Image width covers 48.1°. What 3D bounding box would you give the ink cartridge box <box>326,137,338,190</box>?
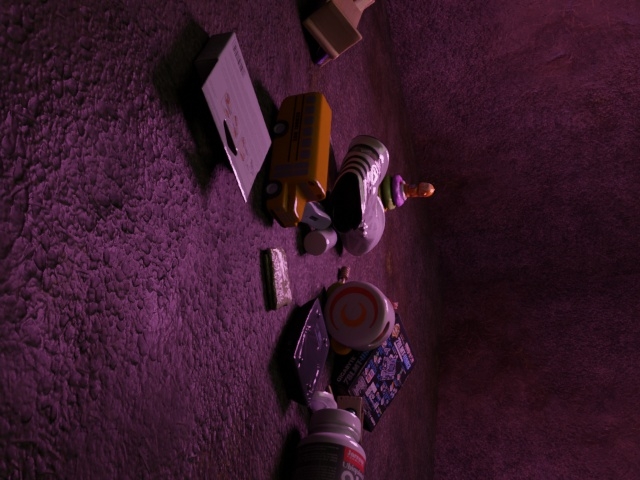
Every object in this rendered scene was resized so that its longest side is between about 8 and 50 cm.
[{"bbox_3d":[-0.001,-0.243,2.073,0.104,0.060,0.180,-63,144,-60],"label":"ink cartridge box"}]

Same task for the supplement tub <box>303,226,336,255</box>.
[{"bbox_3d":[0.000,0.000,1.990,0.107,0.071,0.070,-30,114,-70],"label":"supplement tub"}]

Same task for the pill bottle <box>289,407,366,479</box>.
[{"bbox_3d":[0.015,0.568,1.694,0.318,0.177,0.176,-79,157,-43],"label":"pill bottle"}]

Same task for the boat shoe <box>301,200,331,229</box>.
[{"bbox_3d":[-0.044,-0.094,1.909,0.183,0.065,0.083,33,25,-54],"label":"boat shoe"}]

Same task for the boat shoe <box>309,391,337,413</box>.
[{"bbox_3d":[0.003,0.447,1.899,0.184,0.066,0.063,74,17,-61],"label":"boat shoe"}]

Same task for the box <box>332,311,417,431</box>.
[{"bbox_3d":[0.177,0.407,2.238,0.293,0.073,0.295,-54,143,-24],"label":"box"}]

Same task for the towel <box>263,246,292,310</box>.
[{"bbox_3d":[-0.101,0.089,1.709,0.110,0.027,0.148,-12,97,-72],"label":"towel"}]

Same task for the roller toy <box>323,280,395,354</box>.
[{"bbox_3d":[0.116,0.225,2.095,0.146,0.191,0.209,45,43,-66],"label":"roller toy"}]

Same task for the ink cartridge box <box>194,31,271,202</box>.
[{"bbox_3d":[-0.188,-0.249,1.470,0.238,0.060,0.275,-74,154,-48],"label":"ink cartridge box"}]

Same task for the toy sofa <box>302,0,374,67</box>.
[{"bbox_3d":[0.042,-0.710,2.260,0.150,0.177,0.362,48,33,-23],"label":"toy sofa"}]

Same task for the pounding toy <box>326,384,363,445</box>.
[{"bbox_3d":[0.069,0.503,2.060,0.141,0.100,0.130,78,15,-57],"label":"pounding toy"}]

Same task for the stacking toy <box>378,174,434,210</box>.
[{"bbox_3d":[0.224,-0.157,2.369,0.175,0.302,0.165,-70,151,-52],"label":"stacking toy"}]

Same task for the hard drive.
[{"bbox_3d":[-0.038,0.278,1.813,0.254,0.054,0.171,-66,147,-58],"label":"hard drive"}]

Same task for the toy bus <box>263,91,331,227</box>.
[{"bbox_3d":[-0.052,-0.200,1.774,0.108,0.130,0.332,57,32,-57],"label":"toy bus"}]

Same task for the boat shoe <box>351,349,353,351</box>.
[{"bbox_3d":[0.135,0.324,2.307,0.307,0.111,0.104,41,66,-57],"label":"boat shoe"}]

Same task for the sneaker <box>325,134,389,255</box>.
[{"bbox_3d":[0.080,-0.071,2.132,0.447,0.169,0.257,91,24,-45],"label":"sneaker"}]

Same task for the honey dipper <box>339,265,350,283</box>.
[{"bbox_3d":[0.065,0.151,2.237,0.030,0.031,0.160,67,28,-45],"label":"honey dipper"}]

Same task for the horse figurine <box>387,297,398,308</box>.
[{"bbox_3d":[0.244,0.312,2.710,0.174,0.066,0.263,76,20,-45],"label":"horse figurine"}]
